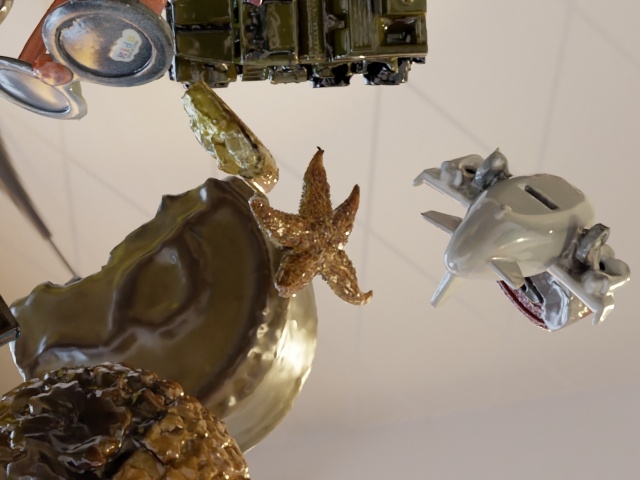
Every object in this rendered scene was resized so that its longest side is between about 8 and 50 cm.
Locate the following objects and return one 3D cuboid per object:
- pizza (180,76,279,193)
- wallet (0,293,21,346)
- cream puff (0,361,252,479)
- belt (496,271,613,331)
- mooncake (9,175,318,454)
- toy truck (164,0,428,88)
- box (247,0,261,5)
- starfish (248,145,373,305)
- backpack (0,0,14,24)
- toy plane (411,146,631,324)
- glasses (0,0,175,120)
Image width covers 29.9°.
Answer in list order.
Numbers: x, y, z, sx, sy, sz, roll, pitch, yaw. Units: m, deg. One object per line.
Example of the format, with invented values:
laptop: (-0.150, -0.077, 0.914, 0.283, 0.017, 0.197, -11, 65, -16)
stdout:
pizza: (-0.070, -0.076, 0.896, 0.036, 0.099, 0.160, -42, -168, 1)
wallet: (-0.484, 0.113, 1.417, 0.230, 0.042, 0.124, -27, -112, -30)
cream puff: (-0.235, 0.264, 1.155, 0.343, 0.231, 0.327, -16, -136, -16)
belt: (0.315, 0.031, 1.704, 0.124, 0.128, 0.201, -21, -114, -36)
mooncake: (-0.205, 0.103, 1.616, 0.393, 0.246, 0.394, 17, -105, 26)
toy truck: (-0.023, -0.209, 1.164, 0.257, 0.127, 0.127, -3, -171, -3)
box: (-0.088, -0.245, 0.818, 0.041, 0.050, 0.207, -48, -128, 31)
starfish: (0.001, 0.000, 1.469, 0.043, 0.240, 0.227, -8, -133, 37)
backpack: (-0.407, -0.231, 1.102, 0.229, 0.229, 0.139, -27, -105, 2)
toy plane: (0.196, -0.003, 1.216, 0.244, 0.245, 0.117, -99, -151, -57)
glasses: (-0.180, -0.239, 1.029, 0.234, 0.118, 0.268, -19, -135, 48)
